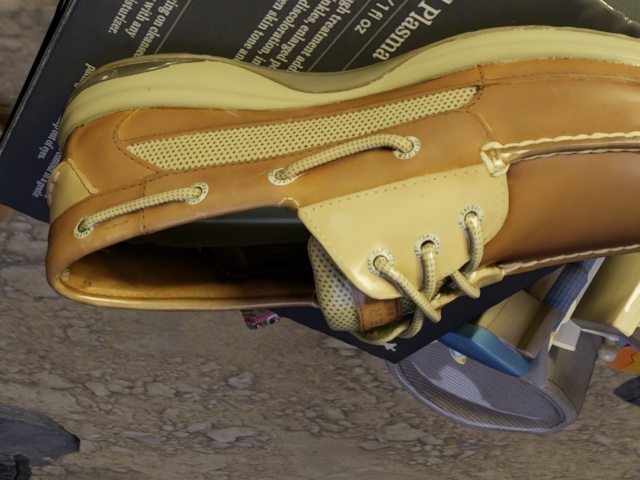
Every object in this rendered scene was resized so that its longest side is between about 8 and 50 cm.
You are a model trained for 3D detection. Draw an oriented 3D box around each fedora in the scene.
[{"bbox_3d":[0.166,0.099,0.888,0.275,0.124,0.243,31,141,-19],"label":"fedora"}]

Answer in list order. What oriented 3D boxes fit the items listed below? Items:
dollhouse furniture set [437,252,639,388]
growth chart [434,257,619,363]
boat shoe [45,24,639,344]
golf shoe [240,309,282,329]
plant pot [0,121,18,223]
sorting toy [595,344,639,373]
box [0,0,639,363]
[{"bbox_3d":[0.249,0.000,0.649,0.198,0.286,0.303,35,172,-13],"label":"dollhouse furniture set"},{"bbox_3d":[0.157,0.023,0.791,0.237,0.172,0.021,10,178,-6],"label":"growth chart"},{"bbox_3d":[0.026,-0.010,0.424,0.324,0.120,0.122,-1,145,15],"label":"boat shoe"},{"bbox_3d":[0.000,0.000,0.817,0.186,0.086,0.067,-29,-179,-3],"label":"golf shoe"},{"bbox_3d":[-0.363,-0.082,0.798,0.236,0.032,0.236,3,147,2],"label":"plant pot"},{"bbox_3d":[0.296,0.086,0.972,0.193,0.038,0.208,10,148,-9],"label":"sorting toy"},{"bbox_3d":[0.017,-0.109,0.548,0.312,0.179,0.343,25,143,-21],"label":"box"}]
